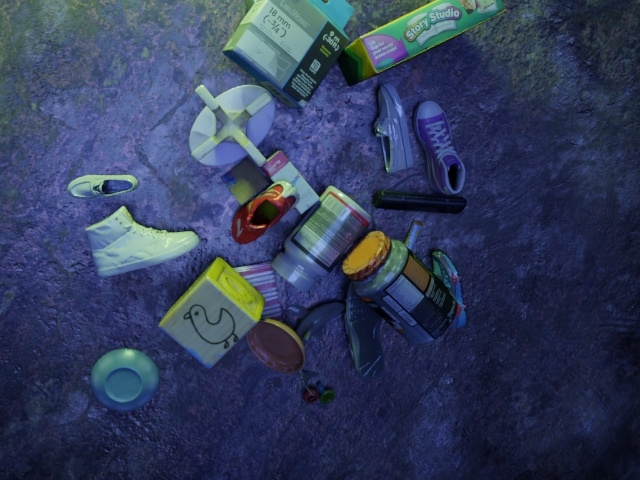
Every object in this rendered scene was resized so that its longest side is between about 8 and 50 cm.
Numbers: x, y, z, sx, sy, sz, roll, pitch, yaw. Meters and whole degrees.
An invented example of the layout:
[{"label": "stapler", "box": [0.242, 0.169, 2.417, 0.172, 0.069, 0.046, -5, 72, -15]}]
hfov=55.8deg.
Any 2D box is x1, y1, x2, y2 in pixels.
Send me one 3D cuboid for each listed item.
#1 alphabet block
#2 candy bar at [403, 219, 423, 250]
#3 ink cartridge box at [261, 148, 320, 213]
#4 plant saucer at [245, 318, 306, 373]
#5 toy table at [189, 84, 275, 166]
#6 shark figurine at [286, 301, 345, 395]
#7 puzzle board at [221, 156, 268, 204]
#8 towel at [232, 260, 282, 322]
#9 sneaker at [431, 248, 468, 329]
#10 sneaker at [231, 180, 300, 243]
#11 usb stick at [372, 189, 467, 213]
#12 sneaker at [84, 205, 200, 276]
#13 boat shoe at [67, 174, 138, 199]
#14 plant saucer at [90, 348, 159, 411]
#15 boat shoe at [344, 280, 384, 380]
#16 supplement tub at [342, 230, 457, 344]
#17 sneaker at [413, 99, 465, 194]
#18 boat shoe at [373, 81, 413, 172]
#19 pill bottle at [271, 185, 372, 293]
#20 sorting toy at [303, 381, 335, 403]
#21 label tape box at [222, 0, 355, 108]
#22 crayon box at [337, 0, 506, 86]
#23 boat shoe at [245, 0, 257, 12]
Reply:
[{"label": "alphabet block", "box": [-0.290, 0.195, 1.657, 0.192, 0.193, 0.197, 42, 101, -11]}, {"label": "candy bar", "box": [0.269, 0.013, 1.837, 0.040, 0.018, 0.162, 20, 96, -13]}, {"label": "ink cartridge box", "box": [-0.089, -0.165, 1.685, 0.072, 0.127, 0.175, -40, 104, -1]}, {"label": "plant saucer", "box": [-0.125, 0.301, 1.754, 0.200, 0.200, 0.037, 54, 43, -14]}, {"label": "toy table", "box": [-0.237, -0.308, 1.619, 0.252, 0.161, 0.274, 38, 92, -14]}, {"label": "shark figurine", "box": [-0.041, 0.303, 1.784, 0.166, 0.116, 0.278, 18, 94, -11]}, {"label": "puzzle board", "box": [-0.211, -0.166, 1.680, 0.096, 0.128, 0.011, -39, 146, -1]}, {"label": "towel", "box": [-0.195, 0.166, 1.777, 0.144, 0.029, 0.197, -10, 104, -8]}, {"label": "sneaker", "box": [0.365, 0.158, 1.836, 0.125, 0.104, 0.262, -16, 102, -5]}, {"label": "sneaker", "box": [-0.174, -0.063, 1.636, 0.107, 0.118, 0.279, 44, 133, -7]}, {"label": "usb stick", "box": [0.294, -0.114, 1.793, 0.277, 0.077, 0.045, 4, 65, -11]}, {"label": "sneaker", "box": [-0.490, -0.017, 1.650, 0.292, 0.108, 0.169, -16, 105, -6]}, {"label": "boat shoe", "box": [-0.590, -0.142, 1.632, 0.184, 0.063, 0.066, -1, 100, -10]}, {"label": "plant saucer", "box": [-0.566, 0.410, 1.745, 0.194, 0.037, 0.195, -2, 100, -11]}, {"label": "boat shoe", "box": [0.126, 0.254, 1.815, 0.118, 0.103, 0.321, -10, 99, -17]}, {"label": "supplement tub", "box": [0.219, 0.130, 1.689, 0.193, 0.193, 0.316, -46, 112, 0]}, {"label": "sneaker", "box": [0.355, -0.269, 1.732, 0.102, 0.161, 0.282, -19, 101, -5]}, {"label": "boat shoe", "box": [0.197, -0.319, 1.728, 0.084, 0.095, 0.258, -19, 101, -11]}, {"label": "pill bottle", "box": [0.000, 0.000, 1.713, 0.161, 0.161, 0.283, 39, 92, -14]}, {"label": "sorting toy", "box": [-0.006, 0.468, 1.858, 0.101, 0.042, 0.061, 6, 114, -23]}, {"label": "label tape box", "box": [-0.060, -0.551, 1.574, 0.240, 0.106, 0.334, 35, 87, -27]}, {"label": "crayon box", "box": [0.247, -0.538, 1.587, 0.362, 0.313, 0.106, -27, 103, -4]}, {"label": "boat shoe", "box": [-0.131, -0.580, 1.640, 0.081, 0.079, 0.228, -29, 108, -19]}]
